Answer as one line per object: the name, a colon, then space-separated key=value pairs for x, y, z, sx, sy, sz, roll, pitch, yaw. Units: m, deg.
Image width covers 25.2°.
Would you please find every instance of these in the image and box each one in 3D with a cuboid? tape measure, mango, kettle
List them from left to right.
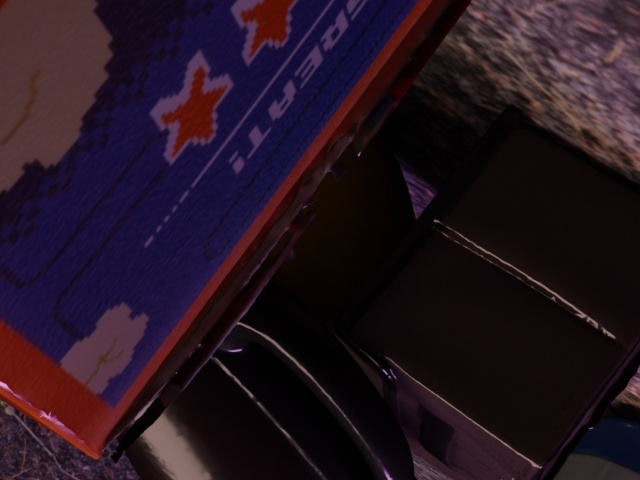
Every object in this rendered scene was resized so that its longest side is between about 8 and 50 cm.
mango: x=-0.056 y=-0.034 z=1.005 sx=0.253 sy=0.182 sz=0.365 roll=28 pitch=161 yaw=42
kettle: x=-0.038 y=0.117 z=0.877 sx=0.202 sy=0.144 sz=0.232 roll=-1 pitch=132 yaw=49
tape measure: x=0.301 y=0.255 z=1.337 sx=0.215 sy=0.098 sz=0.351 roll=35 pitch=164 yaw=-6

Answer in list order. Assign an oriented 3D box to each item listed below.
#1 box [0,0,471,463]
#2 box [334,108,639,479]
box: x=-0.152 y=-0.156 z=0.542 sx=0.348 sy=0.319 sz=0.257 roll=29 pitch=165 yaw=23
box: x=0.124 y=0.061 z=0.926 sx=0.153 sy=0.188 sz=0.252 roll=35 pitch=165 yaw=14
